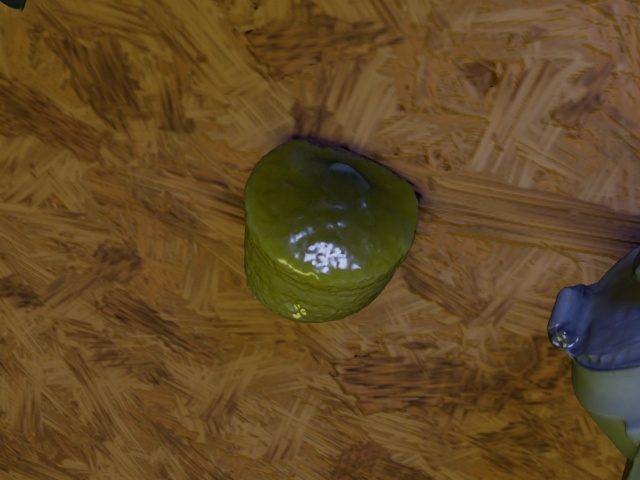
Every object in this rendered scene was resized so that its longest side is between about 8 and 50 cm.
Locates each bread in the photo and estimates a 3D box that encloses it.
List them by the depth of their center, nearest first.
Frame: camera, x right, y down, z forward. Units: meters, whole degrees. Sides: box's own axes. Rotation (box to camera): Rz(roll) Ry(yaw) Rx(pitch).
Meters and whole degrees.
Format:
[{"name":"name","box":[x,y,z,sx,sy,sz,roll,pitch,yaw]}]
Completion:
[{"name":"bread","box":[0.000,0.000,0.880,0.129,0.111,0.114,26,148,7]}]

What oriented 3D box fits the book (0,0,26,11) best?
[{"name":"book","box":[-0.254,-0.356,0.678,0.300,0.039,0.428,30,140,-5]}]

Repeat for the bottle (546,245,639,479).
[{"name":"bottle","box":[0.293,0.130,0.776,0.351,0.229,0.229,42,138,-17]}]
